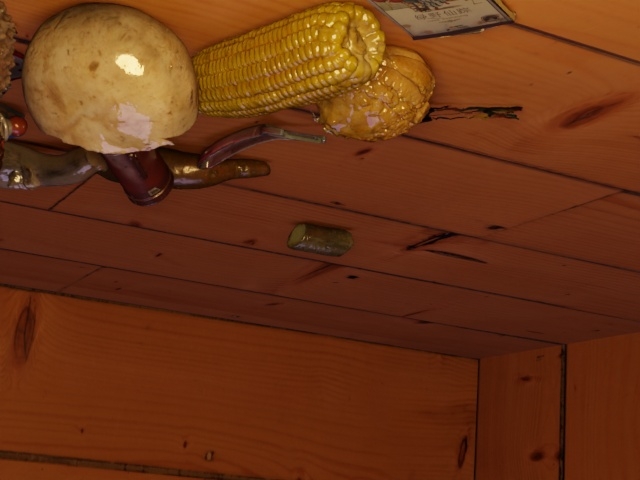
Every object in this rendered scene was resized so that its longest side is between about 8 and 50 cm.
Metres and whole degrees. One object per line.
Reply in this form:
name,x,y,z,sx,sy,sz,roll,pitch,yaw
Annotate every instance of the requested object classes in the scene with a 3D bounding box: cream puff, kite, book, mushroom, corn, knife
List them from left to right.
mushroom,-0.538,-0.145,2.280,0.278,0.096,0.099,2,-164,14
mushroom,-0.294,-0.249,1.662,0.254,0.195,0.189,8,134,10
knife,-0.118,-0.172,2.112,0.123,0.053,0.278,11,166,-43
corn,-0.062,-0.243,1.667,0.131,0.131,0.345,17,163,-41
cream puff,0.074,-0.211,1.752,0.189,0.129,0.189,3,163,1
book,0.137,-0.315,1.526,0.158,0.026,0.231,-4,164,30
kite,0.179,-0.201,1.888,0.286,0.015,0.152,-1,-161,7

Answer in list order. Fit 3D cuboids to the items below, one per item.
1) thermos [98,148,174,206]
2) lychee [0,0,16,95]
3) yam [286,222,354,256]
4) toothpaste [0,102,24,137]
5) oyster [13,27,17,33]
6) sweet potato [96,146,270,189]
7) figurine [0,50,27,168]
thermos,-0.337,-0.158,2.085,0.099,0.124,0.232,-31,147,-5
lychee,-0.535,-0.255,1.491,0.300,0.299,0.300,4,166,1
yam,0.000,0.000,2.730,0.147,0.069,0.070,9,165,-21
toothpaste,-0.584,-0.228,2.042,0.070,0.044,0.193,-5,164,27
oyster,-0.481,-0.313,1.724,0.083,0.019,0.054,11,164,-25
sweet potato,-0.271,-0.140,2.256,0.346,0.079,0.108,2,-167,3
figurine,-0.553,-0.182,1.845,0.160,0.226,0.183,-4,164,34
